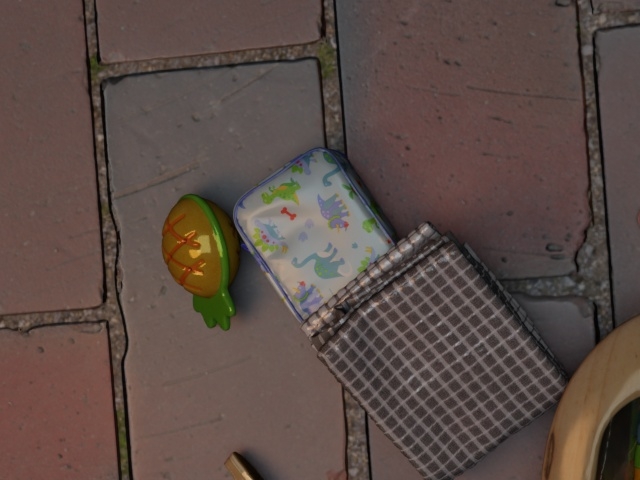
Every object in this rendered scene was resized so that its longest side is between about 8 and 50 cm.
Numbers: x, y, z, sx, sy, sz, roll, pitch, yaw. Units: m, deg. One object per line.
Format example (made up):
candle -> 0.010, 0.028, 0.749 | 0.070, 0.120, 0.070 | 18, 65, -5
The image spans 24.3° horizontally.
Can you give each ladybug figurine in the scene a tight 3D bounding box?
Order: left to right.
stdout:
ladybug figurine -> 0.427, 0.288, 1.828 | 0.305, 0.162, 0.449 | 11, 93, 10

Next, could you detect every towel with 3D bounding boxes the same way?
towel -> 0.147, 0.146, 1.858 | 0.235, 0.121, 0.284 | -38, 109, 11

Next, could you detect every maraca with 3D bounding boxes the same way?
maraca -> -0.154, 0.029, 1.965 | 0.099, 0.127, 0.186 | -17, 100, -28

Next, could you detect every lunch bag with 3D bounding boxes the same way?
lunch bag -> 0.000, 0.000, 1.941 | 0.176, 0.090, 0.219 | -35, 85, 9

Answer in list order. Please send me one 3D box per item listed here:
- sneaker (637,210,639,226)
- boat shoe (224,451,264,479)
sneaker -> 0.461, -0.048, 1.862 | 0.134, 0.070, 0.051 | -23, 89, 12
boat shoe -> -0.086, 0.363, 1.979 | 0.059, 0.063, 0.170 | -33, 86, 4
